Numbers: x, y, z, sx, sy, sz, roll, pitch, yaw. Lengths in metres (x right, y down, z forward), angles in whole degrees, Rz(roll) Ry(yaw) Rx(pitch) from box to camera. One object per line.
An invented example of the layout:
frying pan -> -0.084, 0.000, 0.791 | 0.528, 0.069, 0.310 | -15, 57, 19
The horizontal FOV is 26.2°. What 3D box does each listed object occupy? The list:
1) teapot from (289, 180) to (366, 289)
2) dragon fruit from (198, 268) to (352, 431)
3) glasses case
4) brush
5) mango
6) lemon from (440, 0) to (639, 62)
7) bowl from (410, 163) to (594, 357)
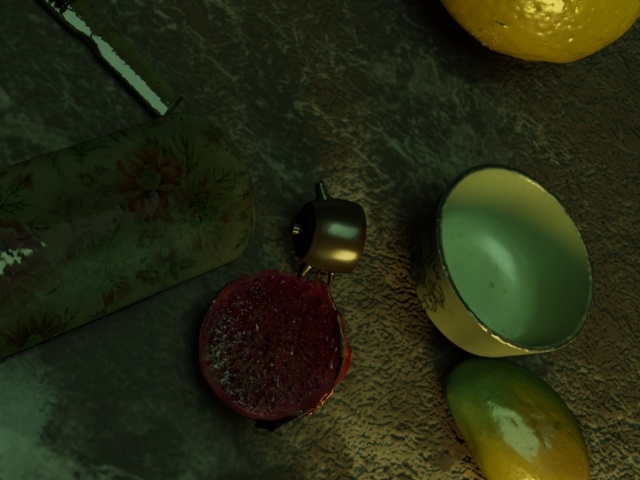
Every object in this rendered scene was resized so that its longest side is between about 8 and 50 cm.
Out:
teapot -> 0.000, 0.000, 1.404 | 0.068, 0.076, 0.121 | 10, 100, -20
dragon fruit -> -0.034, 0.110, 1.337 | 0.111, 0.153, 0.153 | 28, 52, -71
glasses case -> -0.238, 0.004, 1.226 | 0.425, 0.098, 0.157 | -23, 94, -36
brush -> -0.228, -0.217, 1.339 | 0.248, 0.036, 0.043 | 46, 61, -13
mango -> 0.209, 0.204, 1.470 | 0.194, 0.092, 0.130 | 41, 59, -6
lemon -> 0.244, -0.337, 1.555 | 0.310, 0.253, 0.254 | 31, 61, -22
bowl -> 0.178, 0.035, 1.474 | 0.211, 0.112, 0.212 | 16, 60, -29
